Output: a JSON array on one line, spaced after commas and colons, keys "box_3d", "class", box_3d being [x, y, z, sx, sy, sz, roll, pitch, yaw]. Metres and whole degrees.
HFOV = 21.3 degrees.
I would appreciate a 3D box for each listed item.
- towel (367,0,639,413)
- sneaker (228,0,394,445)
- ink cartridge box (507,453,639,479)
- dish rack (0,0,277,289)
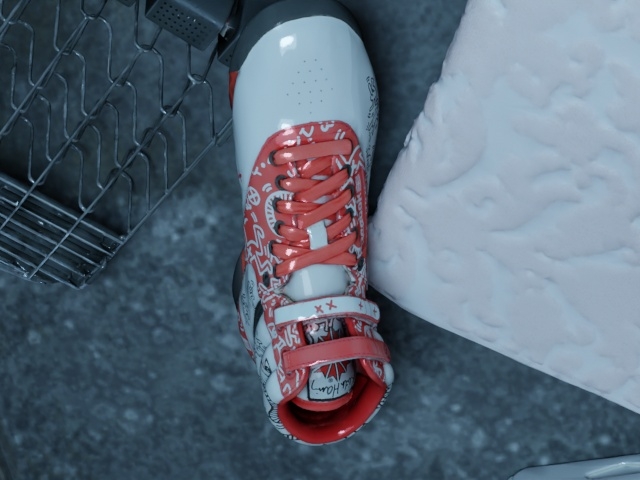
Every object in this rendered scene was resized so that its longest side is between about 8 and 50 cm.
[{"box_3d": [0.204, -0.021, 0.972, 0.317, 0.053, 0.332, 24, 139, 1], "class": "towel"}, {"box_3d": [0.001, 0.000, 0.994, 0.090, 0.145, 0.270, -7, 135, -14], "class": "sneaker"}, {"box_3d": [0.214, 0.257, 1.110, 0.160, 0.092, 0.219, -11, 106, 13], "class": "ink cartridge box"}, {"box_3d": [-0.162, -0.090, 1.050, 0.208, 0.074, 0.271, 30, 126, -20], "class": "dish rack"}]
